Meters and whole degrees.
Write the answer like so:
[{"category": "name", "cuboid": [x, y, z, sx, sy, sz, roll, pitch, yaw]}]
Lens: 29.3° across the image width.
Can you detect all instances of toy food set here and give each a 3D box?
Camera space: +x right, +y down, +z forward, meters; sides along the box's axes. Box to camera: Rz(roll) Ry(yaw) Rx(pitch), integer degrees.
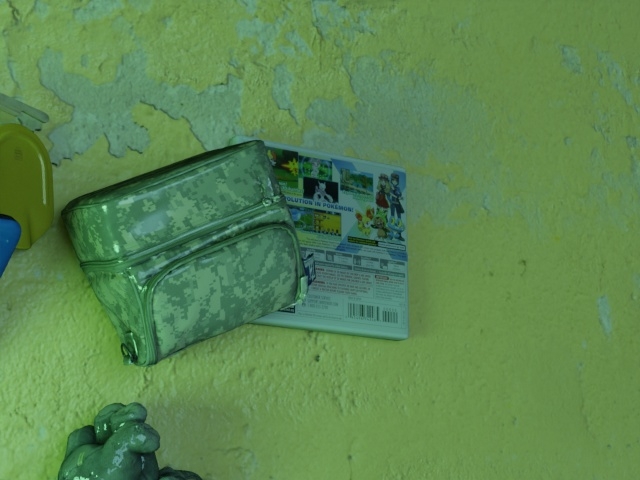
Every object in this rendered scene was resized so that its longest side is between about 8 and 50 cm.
[{"category": "toy food set", "cuboid": [-0.444, -0.090, 1.720, 0.128, 0.071, 0.218, 13, 71, -55]}]

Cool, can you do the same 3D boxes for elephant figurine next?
[{"category": "elephant figurine", "cuboid": [-0.241, 0.353, 1.679, 0.186, 0.169, 0.239, -33, 114, -6]}]

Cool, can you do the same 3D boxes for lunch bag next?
[{"category": "lunch bag", "cuboid": [-0.181, 0.018, 1.756, 0.305, 0.212, 0.256, -23, 100, -28]}]

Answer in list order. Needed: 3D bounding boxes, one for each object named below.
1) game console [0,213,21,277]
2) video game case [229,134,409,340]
[{"category": "game console", "cuboid": [-0.562, 0.047, 1.526, 0.173, 0.293, 0.250, 39, 17, 31]}, {"category": "video game case", "cuboid": [0.000, 0.000, 1.989, 0.329, 0.036, 0.300, 9, 72, -29]}]
